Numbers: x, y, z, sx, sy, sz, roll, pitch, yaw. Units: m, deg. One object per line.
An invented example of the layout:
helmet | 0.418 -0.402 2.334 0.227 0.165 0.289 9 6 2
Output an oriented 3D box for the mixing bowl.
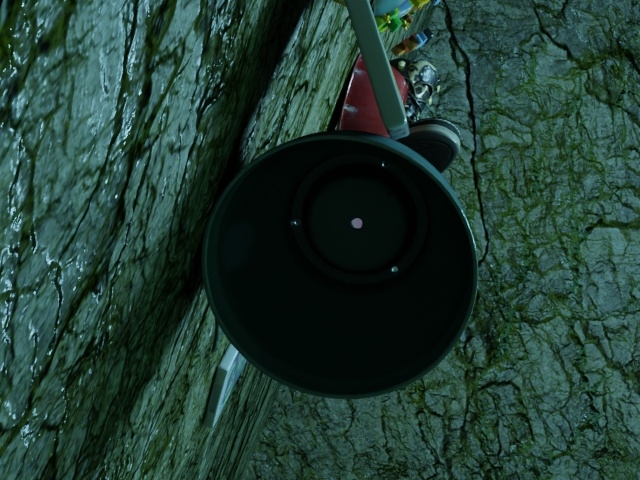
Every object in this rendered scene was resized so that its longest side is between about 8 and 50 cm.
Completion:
mixing bowl | 0.100 -0.246 2.094 0.181 0.098 0.182 17 90 -84

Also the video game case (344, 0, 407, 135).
video game case | 0.049 -0.220 1.220 0.206 0.026 0.227 -21 94 -84

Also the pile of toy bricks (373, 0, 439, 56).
pile of toy bricks | 0.118 -0.368 1.914 0.105 0.118 0.212 -32 173 -19

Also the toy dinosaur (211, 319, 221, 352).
toy dinosaur | -0.080 0.009 1.466 0.118 0.064 0.268 -29 143 -57

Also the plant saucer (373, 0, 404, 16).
plant saucer | 0.106 -0.411 1.318 0.317 0.043 0.318 10 90 -87

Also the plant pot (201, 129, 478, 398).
plant pot | 0.033 0.003 1.303 0.196 0.293 0.293 -62 173 -69

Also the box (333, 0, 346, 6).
box | 0.049 -0.355 1.448 0.136 0.028 0.081 103 10 -57

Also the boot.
boot | 0.174 -0.247 2.370 0.377 0.138 0.284 -27 -143 57

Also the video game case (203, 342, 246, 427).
video game case | -0.142 0.197 1.960 0.173 0.022 0.190 108 5 -47

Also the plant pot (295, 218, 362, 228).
plant pot | 0.000 0.000 1.709 0.201 0.201 0.180 -63 158 -48

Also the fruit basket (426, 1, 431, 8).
fruit basket | 0.351 -0.717 2.549 0.353 0.165 0.327 120 -11 -58
